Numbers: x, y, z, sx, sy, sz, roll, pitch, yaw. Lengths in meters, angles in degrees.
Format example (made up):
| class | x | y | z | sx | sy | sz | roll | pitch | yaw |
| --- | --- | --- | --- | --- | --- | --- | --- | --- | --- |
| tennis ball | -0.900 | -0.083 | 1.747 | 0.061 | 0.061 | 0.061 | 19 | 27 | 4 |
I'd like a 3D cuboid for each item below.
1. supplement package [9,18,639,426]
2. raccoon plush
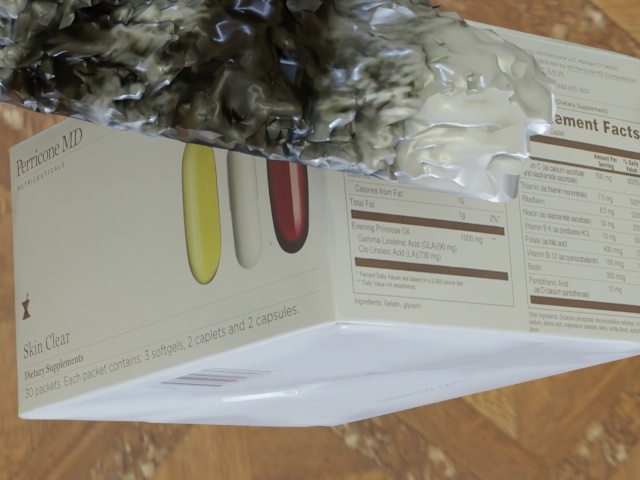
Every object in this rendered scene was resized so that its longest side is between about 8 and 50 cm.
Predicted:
| class | x | y | z | sx | sy | sz | roll | pitch | yaw |
| --- | --- | --- | --- | --- | --- | --- | --- | --- | --- |
| supplement package | 0.000 | 0.000 | 0.888 | 0.204 | 0.262 | 0.145 | 7 | 73 | -37 |
| raccoon plush | -0.114 | -0.202 | 0.703 | 0.446 | 0.216 | 0.299 | 11 | 93 | -8 |
